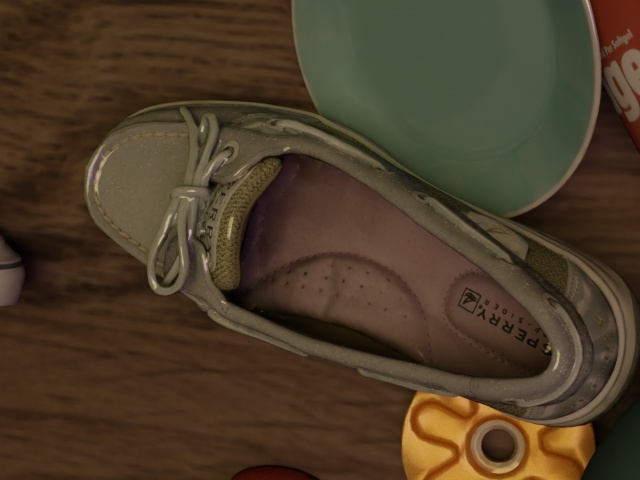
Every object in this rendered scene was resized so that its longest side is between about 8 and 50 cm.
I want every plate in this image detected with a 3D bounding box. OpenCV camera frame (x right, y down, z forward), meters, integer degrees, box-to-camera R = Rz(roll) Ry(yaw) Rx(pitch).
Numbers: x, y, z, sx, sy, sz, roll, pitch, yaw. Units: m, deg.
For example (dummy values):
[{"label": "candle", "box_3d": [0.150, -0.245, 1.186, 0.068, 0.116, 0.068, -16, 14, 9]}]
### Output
[{"label": "plate", "box_3d": [0.062, -0.099, 0.694, 0.188, 0.024, 0.188, 21, 126, 33]}]

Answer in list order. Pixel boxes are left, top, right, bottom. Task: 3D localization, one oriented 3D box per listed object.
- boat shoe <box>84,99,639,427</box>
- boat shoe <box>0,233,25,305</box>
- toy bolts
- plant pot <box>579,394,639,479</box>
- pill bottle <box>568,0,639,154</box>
[{"label": "boat shoe", "box_3d": [0.000, 0.003, 0.686, 0.320, 0.103, 0.118, 26, 97, 28]}, {"label": "boat shoe", "box_3d": [-0.277, -0.038, 0.777, 0.258, 0.095, 0.084, 21, 100, 11]}, {"label": "toy bolts", "box_3d": [0.028, 0.162, 0.678, 0.228, 0.158, 0.218, 6, 93, 13]}, {"label": "plant pot", "box_3d": [0.223, 0.146, 0.599, 0.195, 0.290, 0.290, -10, 89, 49]}, {"label": "pill bottle", "box_3d": [0.179, -0.118, 0.655, 0.121, 0.121, 0.216, -28, 85, 12]}]
